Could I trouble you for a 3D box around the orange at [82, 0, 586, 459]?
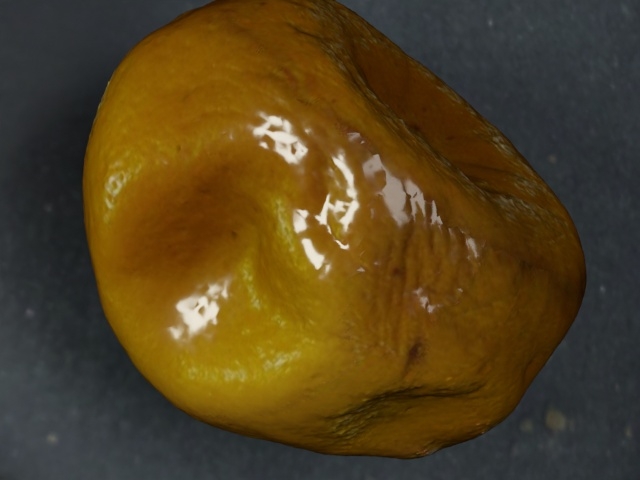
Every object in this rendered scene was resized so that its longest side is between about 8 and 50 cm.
[{"bbox_3d":[0.000,0.000,0.696,0.249,0.249,0.183,38,109,-16],"label":"orange"}]
